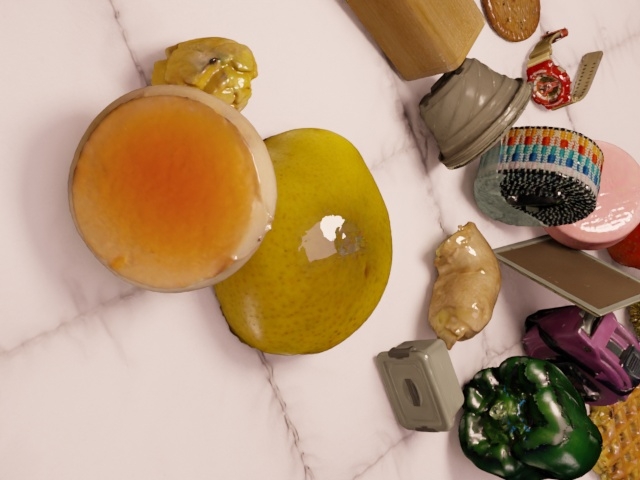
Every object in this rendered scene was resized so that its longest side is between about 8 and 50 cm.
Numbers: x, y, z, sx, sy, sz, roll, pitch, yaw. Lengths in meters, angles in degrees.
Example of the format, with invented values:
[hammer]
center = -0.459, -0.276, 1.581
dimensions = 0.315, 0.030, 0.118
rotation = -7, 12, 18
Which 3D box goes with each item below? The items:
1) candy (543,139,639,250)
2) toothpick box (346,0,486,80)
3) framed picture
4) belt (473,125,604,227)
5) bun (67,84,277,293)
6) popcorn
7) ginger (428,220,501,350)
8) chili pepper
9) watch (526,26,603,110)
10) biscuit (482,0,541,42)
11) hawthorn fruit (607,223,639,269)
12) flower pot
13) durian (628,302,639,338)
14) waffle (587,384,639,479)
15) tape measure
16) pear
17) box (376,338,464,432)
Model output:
[candy]
center = 0.594, -0.108, 1.746
dimensions = 0.255, 0.094, 0.256
rotation = -1, 74, 4
[toothpick box]
center = 0.156, -0.468, 1.467
dimensions = 0.308, 0.190, 0.188
rotation = 47, 60, -29
[framed picture]
center = 0.527, 0.070, 1.650
dimensions = 0.232, 0.296, 0.019
rotation = -11, 121, -36
[belt]
center = 0.440, -0.127, 1.607
dimensions = 0.207, 0.257, 0.150
rotation = 51, 49, -45
[bun]
center = -0.208, -0.073, 1.152
dimensions = 0.298, 0.165, 0.299
rotation = 0, 97, -1
[popcorn]
center = -0.178, -0.249, 1.226
dimensions = 0.167, 0.152, 0.149
rotation = -15, 66, -14
[ginger]
center = 0.282, 0.094, 1.544
dimensions = 0.152, 0.138, 0.267
rotation = 15, 63, -23
[chili pepper]
center = 0.424, 0.367, 1.570
dimensions = 0.256, 0.248, 0.233
rotation = 36, 54, -40
[watch]
center = 0.570, -0.414, 1.832
dimensions = 0.165, 0.102, 0.268
rotation = 49, 53, -22
[biscuit]
center = 0.427, -0.538, 1.764
dimensions = 0.187, 0.027, 0.188
rotation = 3, 84, -35
[hawthorn fruit]
center = 0.808, -0.052, 1.839
dimensions = 0.254, 0.300, 0.254
rotation = 5, 82, -38
[flower pot]
center = 0.284, -0.262, 1.527
dimensions = 0.140, 0.235, 0.235
rotation = 44, 62, -10
[durian]
center = 0.894, 0.175, 1.904
dimensions = 0.291, 0.291, 0.225
rotation = 24, 34, -33
[waffle]
center = 0.747, 0.463, 1.902
dimensions = 0.302, 0.068, 0.325
rotation = 33, 67, -31
[tape measure]
center = 0.555, 0.241, 1.679
dimensions = 0.245, 0.231, 0.149
rotation = 43, 61, -7
[pear]
center = 0.000, 0.000, 1.302
dimensions = 0.340, 0.191, 0.387
rotation = 12, 80, -36
[box]
center = 0.195, 0.264, 1.477
dimensions = 0.092, 0.124, 0.172
rotation = -32, 107, -45
